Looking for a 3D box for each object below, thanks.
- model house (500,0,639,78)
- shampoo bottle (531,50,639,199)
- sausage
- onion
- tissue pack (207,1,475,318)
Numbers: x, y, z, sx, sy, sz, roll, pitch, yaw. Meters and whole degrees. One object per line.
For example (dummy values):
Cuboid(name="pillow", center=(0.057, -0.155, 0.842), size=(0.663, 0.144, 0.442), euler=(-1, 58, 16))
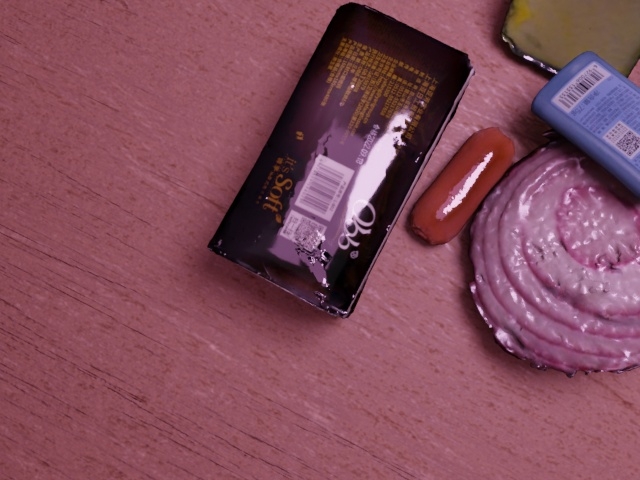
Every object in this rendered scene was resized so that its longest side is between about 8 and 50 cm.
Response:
Cuboid(name="model house", center=(0.382, -0.361, 0.814), size=(0.194, 0.170, 0.211), euler=(21, 61, 12))
Cuboid(name="shampoo bottle", center=(0.381, -0.117, 0.689), size=(0.104, 0.061, 0.258), euler=(-42, 64, 6))
Cuboid(name="sausage", center=(0.204, -0.078, 0.829), size=(0.077, 0.077, 0.194), euler=(40, 93, 5))
Cuboid(name="onion", center=(0.345, 0.024, 0.784), size=(0.280, 0.146, 0.314), euler=(-32, 69, 24))
Cuboid(name="tissue pack", center=(0.030, -0.090, 0.772), size=(0.210, 0.198, 0.370), euler=(29, 86, 1))
